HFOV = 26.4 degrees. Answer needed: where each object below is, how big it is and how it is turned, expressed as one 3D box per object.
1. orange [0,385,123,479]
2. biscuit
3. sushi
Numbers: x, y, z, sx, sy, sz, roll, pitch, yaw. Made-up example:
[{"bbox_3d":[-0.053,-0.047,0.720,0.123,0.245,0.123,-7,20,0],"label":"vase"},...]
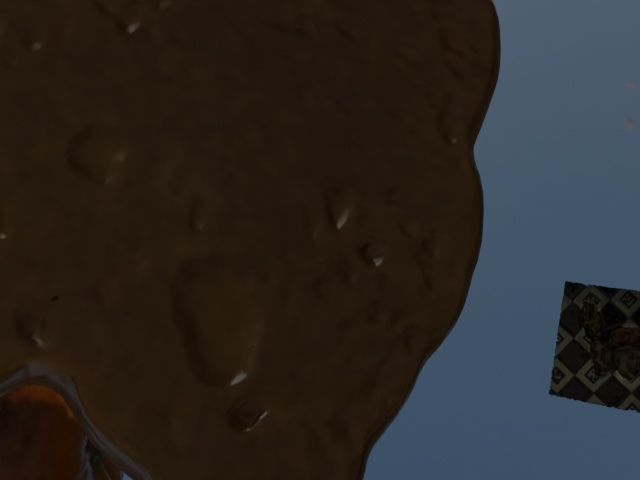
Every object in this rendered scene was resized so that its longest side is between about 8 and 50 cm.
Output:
[{"bbox_3d":[-0.251,0.139,0.929,0.226,0.284,0.284,-4,-71,10],"label":"orange"},{"bbox_3d":[-0.072,-0.037,0.643,0.312,0.057,0.351,8,-110,-8],"label":"biscuit"},{"bbox_3d":[0.299,0.107,1.358,0.126,0.026,0.120,8,-90,22],"label":"sushi"}]
